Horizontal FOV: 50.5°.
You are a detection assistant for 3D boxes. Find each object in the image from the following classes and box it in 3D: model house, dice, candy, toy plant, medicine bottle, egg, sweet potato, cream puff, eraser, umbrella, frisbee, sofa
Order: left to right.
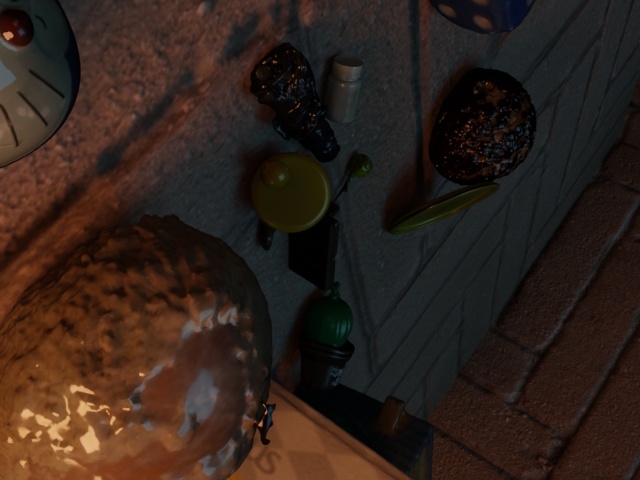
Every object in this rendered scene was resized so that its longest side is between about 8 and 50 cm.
[{"bbox_3d":[-0.179,0.130,0.651,0.310,0.279,0.279,-59,155,-5],"label":"egg"},{"bbox_3d":[-0.076,0.282,0.836,0.213,0.397,0.082,-57,155,-5],"label":"eraser"},{"bbox_3d":[-0.051,-0.051,0.953,0.041,0.038,0.153,8,112,-58],"label":"sweet potato"},{"bbox_3d":[-0.019,-0.153,0.864,0.080,0.071,0.224,-45,156,-2],"label":"umbrella"},{"bbox_3d":[-0.014,0.421,1.251,0.382,0.335,0.342,22,87,-60],"label":"model house"},{"bbox_3d":[0.000,0.000,1.047,0.060,0.085,0.147,-38,147,-34],"label":"sofa"},{"bbox_3d":[0.017,0.172,1.252,0.143,0.105,0.200,-2,107,-73],"label":"toy plant"},{"bbox_3d":[0.031,-0.206,0.925,0.047,0.047,0.083,-33,144,-45],"label":"medicine bottle"},{"bbox_3d":[0.042,-0.087,1.103,0.123,0.035,0.035,-55,153,7],"label":"candy"},{"bbox_3d":[0.246,-0.065,1.360,0.236,0.017,0.236,-22,170,-4],"label":"frisbee"},{"bbox_3d":[0.324,-0.214,1.330,0.239,0.165,0.239,-41,150,-30],"label":"cream puff"},{"bbox_3d":[0.247,-0.401,1.003,0.143,0.146,0.146,-58,155,-9],"label":"dice"}]

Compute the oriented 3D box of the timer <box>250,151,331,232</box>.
[{"bbox_3d":[-0.039,-0.063,0.874,0.107,0.107,0.109,-60,-168,0],"label":"timer"}]

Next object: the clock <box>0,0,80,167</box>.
[{"bbox_3d":[-0.260,-0.081,0.403,0.243,0.146,0.199,-49,142,-12],"label":"clock"}]
